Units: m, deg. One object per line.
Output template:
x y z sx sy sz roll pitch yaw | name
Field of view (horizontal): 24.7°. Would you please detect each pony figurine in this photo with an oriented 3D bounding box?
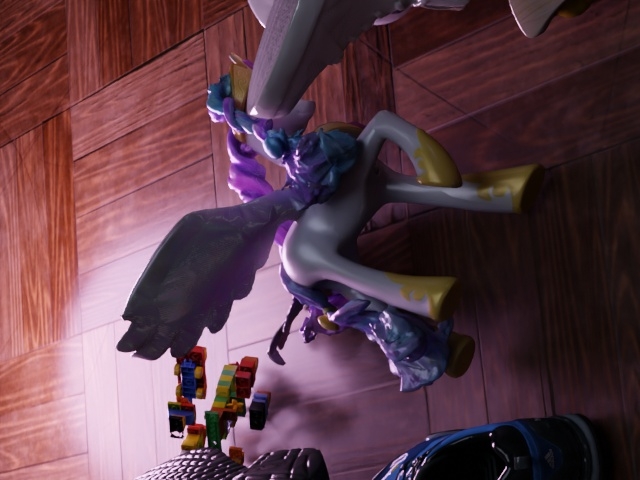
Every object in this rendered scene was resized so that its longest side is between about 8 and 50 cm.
0.000 0.000 1.473 0.363 0.303 0.351 27 103 30 | pony figurine

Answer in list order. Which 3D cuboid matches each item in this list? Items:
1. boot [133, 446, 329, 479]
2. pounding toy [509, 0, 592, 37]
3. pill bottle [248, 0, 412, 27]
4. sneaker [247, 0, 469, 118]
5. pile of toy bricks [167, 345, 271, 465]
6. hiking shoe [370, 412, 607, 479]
-0.082 0.345 1.566 0.338 0.118 0.222 -8 109 51 | boot
0.287 -0.293 1.289 0.154 0.155 0.269 51 139 6 | pounding toy
0.063 -0.331 1.477 0.318 0.176 0.176 -44 54 38 | pill bottle
0.052 -0.219 1.354 0.292 0.169 0.108 -62 21 25 | sneaker
-0.112 0.187 1.688 0.105 0.118 0.212 -73 -13 -52 | pile of toy bricks
0.119 0.224 1.375 0.304 0.132 0.113 -32 62 44 | hiking shoe
